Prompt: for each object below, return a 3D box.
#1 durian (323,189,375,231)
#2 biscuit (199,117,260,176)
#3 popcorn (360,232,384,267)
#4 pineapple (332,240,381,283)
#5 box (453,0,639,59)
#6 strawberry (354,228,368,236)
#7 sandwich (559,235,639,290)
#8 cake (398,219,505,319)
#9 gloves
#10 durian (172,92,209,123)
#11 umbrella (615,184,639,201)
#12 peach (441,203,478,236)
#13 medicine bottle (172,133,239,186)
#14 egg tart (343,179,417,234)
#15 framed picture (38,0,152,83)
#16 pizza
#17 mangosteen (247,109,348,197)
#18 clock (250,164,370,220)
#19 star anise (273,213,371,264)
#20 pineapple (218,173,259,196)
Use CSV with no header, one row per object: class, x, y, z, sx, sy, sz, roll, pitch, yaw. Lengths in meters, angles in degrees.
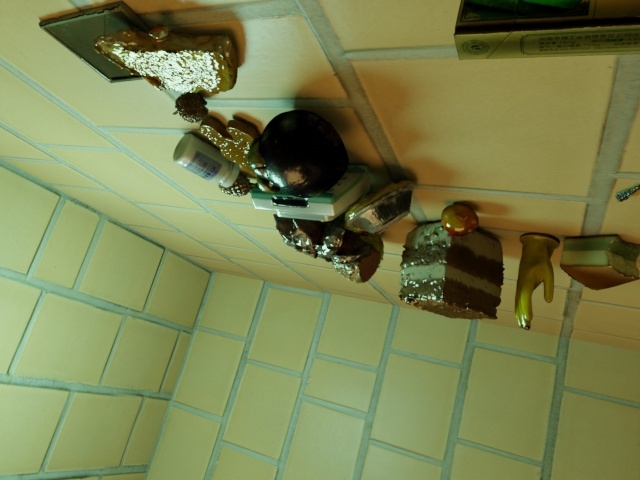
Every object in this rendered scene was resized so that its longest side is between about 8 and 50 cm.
durian,0.081,-0.088,1.588,0.139,0.101,0.250,44,133,-8
biscuit,-0.218,-0.265,1.447,0.186,0.044,0.295,13,164,23
popcorn,0.147,0.046,1.923,0.198,0.212,0.198,39,-167,-11
pineapple,0.074,0.036,1.786,0.279,0.157,0.158,31,174,30
box,0.297,-0.300,0.603,0.240,0.159,0.071,7,164,24
strawberry,0.109,-0.070,1.734,0.145,0.086,0.145,15,167,4
sandwich,0.849,0.073,1.473,0.220,0.108,0.186,28,161,-33
cake,0.435,0.104,1.647,0.282,0.289,0.256,22,165,-25
gloves,0.649,0.133,1.530,0.116,0.294,0.133,11,164,19
durian,-0.324,-0.329,1.244,0.091,0.080,0.080,-28,166,-8
umbrella,0.709,-0.108,1.147,0.032,0.020,0.083,14,160,3
peach,0.408,-0.063,1.467,0.101,0.100,0.100,14,165,4
medicine bottle,-0.350,-0.243,1.539,0.187,0.102,0.103,28,160,-38
egg tart,0.177,-0.085,1.408,0.234,0.094,0.234,-26,169,-5
framed picture,-0.462,-0.436,1.129,0.290,0.016,0.213,6,162,31
pizza,-0.315,-0.381,1.042,0.298,0.071,0.189,3,165,4
mangosteen,-0.058,-0.198,1.191,0.243,0.242,0.243,14,165,4
clock,-0.019,-0.128,1.386,0.263,0.231,0.116,5,120,30
star anise,0.000,0.000,1.523,0.332,0.117,0.331,23,170,4
pineapple,-0.254,-0.183,1.694,0.222,0.083,0.103,14,166,-4
